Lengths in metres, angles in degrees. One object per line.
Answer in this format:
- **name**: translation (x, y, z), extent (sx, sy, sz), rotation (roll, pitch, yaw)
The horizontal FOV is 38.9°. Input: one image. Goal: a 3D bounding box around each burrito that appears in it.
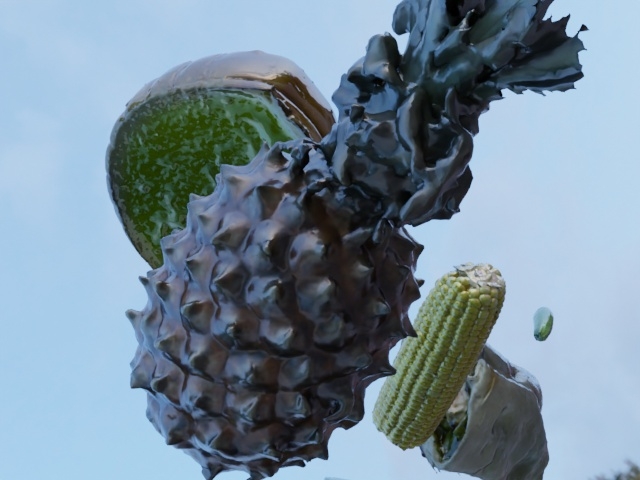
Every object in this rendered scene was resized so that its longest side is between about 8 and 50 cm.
- **burrito**: translation (0.233, 0.227, 1.237), extent (0.135, 0.190, 0.332), rotation (-41, -36, 16)

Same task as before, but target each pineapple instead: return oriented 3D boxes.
- **pineapple**: translation (0.007, -0.018, 0.518), extent (0.175, 0.175, 0.361), rotation (-2, -49, -43)

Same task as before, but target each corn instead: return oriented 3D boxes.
- **corn**: translation (0.125, 0.128, 0.982), extent (0.081, 0.081, 0.248), rotation (-10, -45, -40)

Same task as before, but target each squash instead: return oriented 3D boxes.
- **squash**: translation (0.264, 0.098, 1.072), extent (0.089, 0.027, 0.027), rotation (-43, -26, -73)

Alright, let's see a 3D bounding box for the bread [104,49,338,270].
- **bread**: translation (-0.083, -0.056, 0.821), extent (0.070, 0.236, 0.236), rotation (-59, -23, -59)

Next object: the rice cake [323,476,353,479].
- **rice cake**: translation (0.117, 0.481, 1.662), extent (0.245, 0.042, 0.045), rotation (20, -98, -15)
